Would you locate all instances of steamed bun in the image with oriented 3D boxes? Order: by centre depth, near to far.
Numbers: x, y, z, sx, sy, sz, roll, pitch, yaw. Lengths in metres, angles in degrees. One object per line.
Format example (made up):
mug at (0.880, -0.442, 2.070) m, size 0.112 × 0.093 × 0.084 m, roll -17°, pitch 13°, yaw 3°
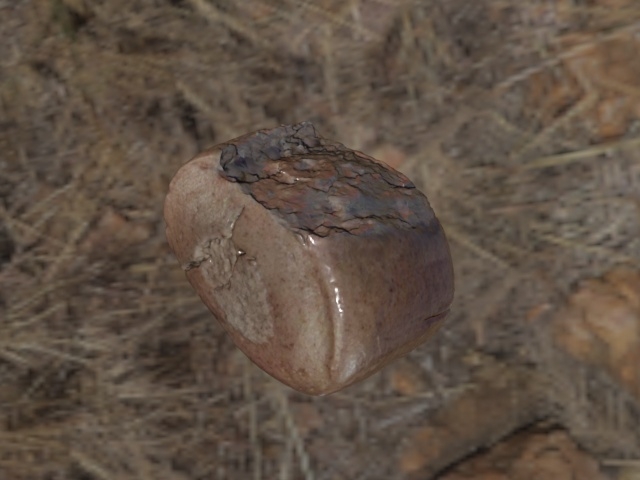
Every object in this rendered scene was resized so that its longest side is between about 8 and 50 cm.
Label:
steamed bun at (0.000, 0.000, 1.039) m, size 0.145 × 0.106 × 0.175 m, roll -23°, pitch 61°, yaw -44°
